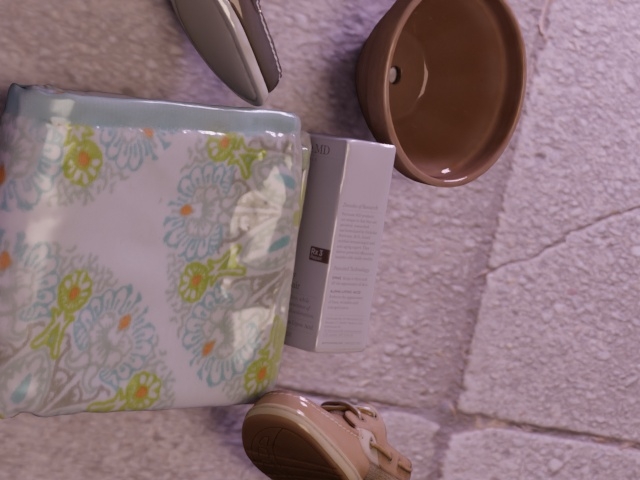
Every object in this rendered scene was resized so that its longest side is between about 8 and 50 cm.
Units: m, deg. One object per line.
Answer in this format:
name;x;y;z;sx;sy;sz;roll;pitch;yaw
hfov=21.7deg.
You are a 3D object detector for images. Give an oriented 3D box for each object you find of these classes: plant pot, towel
plant pot;0.118;-0.184;1.896;0.237;0.110;0.237;-12;108;-41
towel;-0.173;0.015;1.673;0.374;0.090;0.320;3;98;-43

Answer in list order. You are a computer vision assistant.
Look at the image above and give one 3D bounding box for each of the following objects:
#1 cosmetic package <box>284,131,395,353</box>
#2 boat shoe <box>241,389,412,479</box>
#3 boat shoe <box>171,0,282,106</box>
cosmetic package;0.000;0.000;1.820;0.085;0.117;0.231;2;96;-45
boat shoe;0.013;0.231;1.876;0.341;0.122;0.110;53;50;-55
boat shoe;-0.107;-0.275;1.666;0.091;0.109;0.305;-42;121;-24
